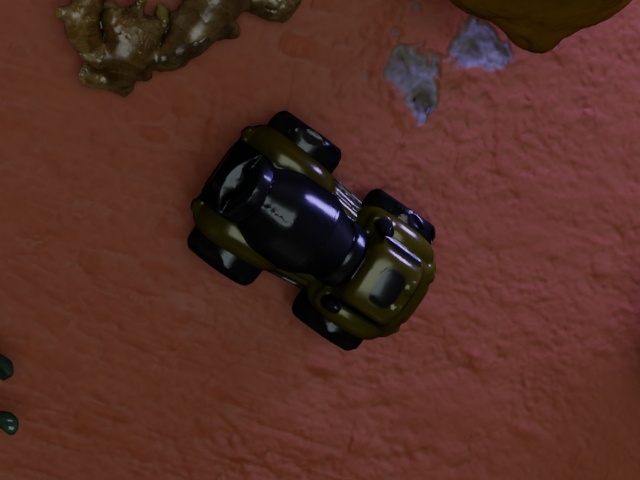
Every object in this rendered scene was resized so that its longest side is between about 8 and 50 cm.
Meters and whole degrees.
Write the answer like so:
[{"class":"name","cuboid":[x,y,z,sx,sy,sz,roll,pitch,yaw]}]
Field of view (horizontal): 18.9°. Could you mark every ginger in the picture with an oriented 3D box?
[{"class":"ginger","cuboid":[-0.129,-0.195,1.652,0.193,0.052,0.176,26,107,-27]}]

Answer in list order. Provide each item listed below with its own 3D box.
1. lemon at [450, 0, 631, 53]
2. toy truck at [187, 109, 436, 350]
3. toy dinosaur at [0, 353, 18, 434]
[{"class":"lemon","cuboid":[0.183,-0.299,1.598,0.233,0.233,0.288,-4,101,-8]},{"class":"toy truck","cuboid":[0.000,0.000,1.644,0.224,0.165,0.147,36,91,-13]},{"class":"toy dinosaur","cuboid":[-0.313,0.110,1.654,0.120,0.079,0.292,28,75,-41]}]
